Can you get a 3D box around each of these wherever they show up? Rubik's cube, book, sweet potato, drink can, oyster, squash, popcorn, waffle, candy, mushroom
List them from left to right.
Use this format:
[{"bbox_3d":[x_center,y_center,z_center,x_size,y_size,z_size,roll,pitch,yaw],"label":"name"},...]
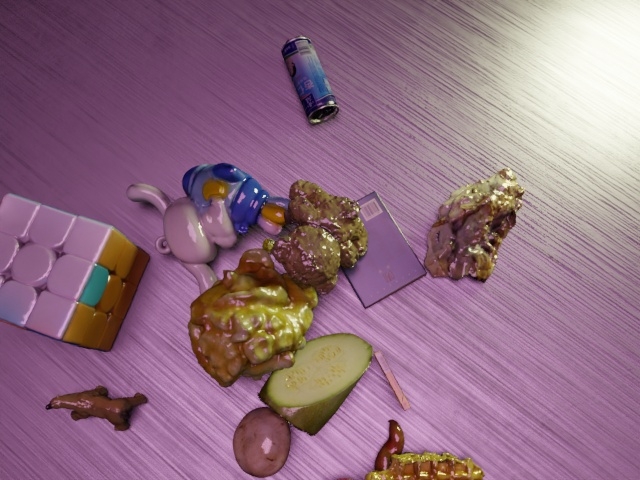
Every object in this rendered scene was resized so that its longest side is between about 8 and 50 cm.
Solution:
[{"bbox_3d":[-0.647,0.090,1.545,0.291,0.291,0.291,18,77,8],"label":"Rubik's cube"},{"bbox_3d":[-0.169,0.202,1.503,0.274,0.335,0.279,45,113,0],"label":"popcorn"},{"bbox_3d":[-0.168,0.044,1.671,0.123,0.035,0.035,-46,34,1],"label":"candy"},{"bbox_3d":[-0.136,0.485,1.498,0.166,0.127,0.166,-19,63,43],"label":"mushroom"},{"bbox_3d":[-0.031,-0.455,1.757,0.097,0.097,0.235,-21,76,-3],"label":"drink can"},{"bbox_3d":[-0.008,0.319,1.510,0.189,0.189,0.260,35,84,11],"label":"squash"},{"bbox_3d":[0.134,0.022,1.662,0.191,0.025,0.269,-30,76,-4],"label":"book"},{"bbox_3d":[0.164,0.540,1.510,0.058,0.055,0.202,25,72,-34],"label":"sweet potato"},{"bbox_3d":[0.243,0.622,1.453,0.312,0.060,0.307,36,75,-4],"label":"waffle"},{"bbox_3d":[0.407,-0.051,1.627,0.201,0.107,0.354,27,78,6],"label":"oyster"}]

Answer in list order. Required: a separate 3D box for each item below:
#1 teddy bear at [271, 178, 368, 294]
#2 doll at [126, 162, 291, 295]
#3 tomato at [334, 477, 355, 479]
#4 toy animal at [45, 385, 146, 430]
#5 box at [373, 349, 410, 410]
[{"bbox_3d":[0.000,0.000,1.532,0.267,0.156,0.256,39,67,-14],"label":"teddy bear"},{"bbox_3d":[-0.277,-0.073,1.642,0.366,0.187,0.376,-35,101,2],"label":"doll"},{"bbox_3d":[0.052,0.643,1.480,0.156,0.069,0.155,2,76,-7],"label":"tomato"},{"bbox_3d":[-0.562,0.416,1.555,0.219,0.101,0.103,11,78,6],"label":"toy animal"},{"bbox_3d":[0.178,0.347,1.542,0.023,0.087,0.155,-27,76,-3],"label":"box"}]
